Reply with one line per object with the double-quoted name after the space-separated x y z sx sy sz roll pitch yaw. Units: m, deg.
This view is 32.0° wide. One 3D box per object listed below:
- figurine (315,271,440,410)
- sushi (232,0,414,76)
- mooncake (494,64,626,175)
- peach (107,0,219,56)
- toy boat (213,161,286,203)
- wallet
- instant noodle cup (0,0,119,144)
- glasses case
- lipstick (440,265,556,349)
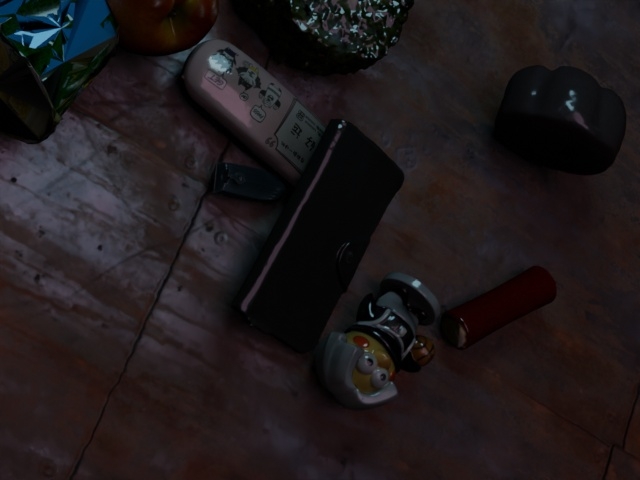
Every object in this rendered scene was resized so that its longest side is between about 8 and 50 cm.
0.100 0.185 1.894 0.176 0.133 0.236 49 61 -14 "figurine"
0.020 -0.464 1.884 0.294 0.178 0.352 32 73 -21 "sushi"
0.444 -0.220 2.069 0.245 0.245 0.133 30 68 -24 "mooncake"
-0.265 -0.395 1.684 0.199 0.243 0.243 -36 104 -1 "peach"
-0.112 -0.092 1.841 0.141 0.060 0.055 11 80 -36 "toy boat"
0.000 0.000 1.862 0.197 0.051 0.378 39 74 -39 "wallet"
-0.415 -0.282 1.601 0.240 0.240 0.178 50 56 -17 "instant noodle cup"
-0.097 -0.206 1.847 0.314 0.075 0.122 40 68 -23 "glasses case"
0.330 0.123 2.060 0.241 0.080 0.080 -25 97 -29 "lipstick"
